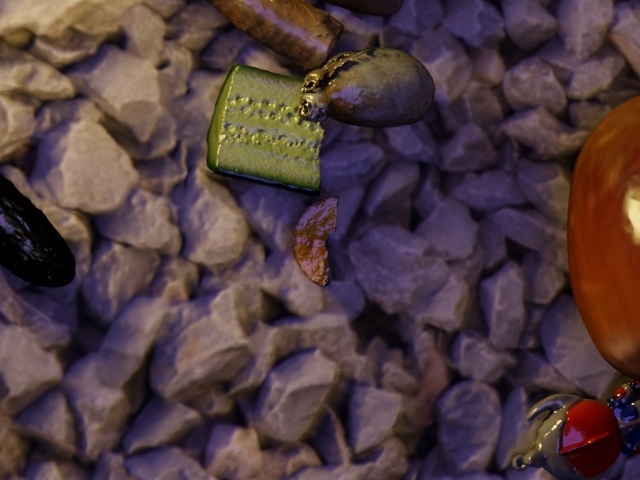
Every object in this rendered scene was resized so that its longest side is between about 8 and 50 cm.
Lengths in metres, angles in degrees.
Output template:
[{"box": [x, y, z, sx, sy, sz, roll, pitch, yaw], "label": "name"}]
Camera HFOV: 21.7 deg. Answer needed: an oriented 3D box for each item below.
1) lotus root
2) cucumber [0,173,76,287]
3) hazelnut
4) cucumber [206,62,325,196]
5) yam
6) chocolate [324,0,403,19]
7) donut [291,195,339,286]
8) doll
[{"box": [0.048, -0.150, 1.654, 0.165, 0.088, 0.088, -5, 97, -37], "label": "lotus root"}, {"box": [-0.351, -0.066, 1.617, 0.081, 0.072, 0.303, -38, 101, -5], "label": "cucumber"}, {"box": [0.413, -0.001, 1.644, 0.372, 0.315, 0.372, 1, 67, -3], "label": "hazelnut"}, {"box": [-0.051, -0.106, 1.670, 0.115, 0.062, 0.116, 12, 76, -12], "label": "cucumber"}, {"box": [-0.111, -0.264, 1.645, 0.299, 0.066, 0.066, 32, 90, -10], "label": "yam"}, {"box": [0.051, -0.356, 1.653, 0.161, 0.083, 0.261, 16, 93, -9], "label": "chocolate"}, {"box": [0.000, 0.000, 1.702, 0.067, 0.038, 0.083, -28, 104, -8], "label": "donut"}, {"box": [0.289, 0.203, 1.761, 0.194, 0.062, 0.104, -19, 116, -15], "label": "doll"}]
